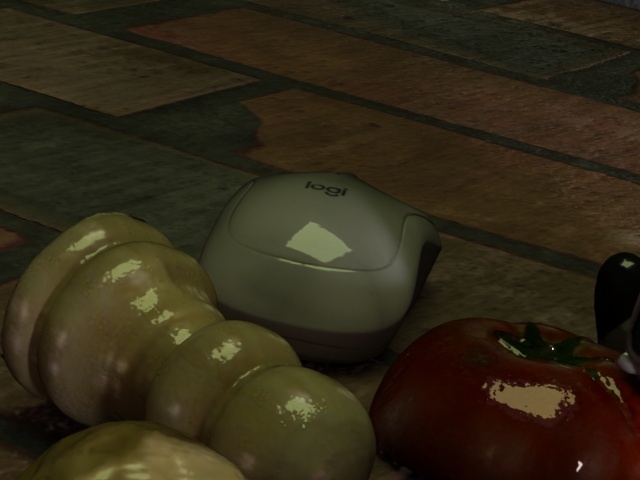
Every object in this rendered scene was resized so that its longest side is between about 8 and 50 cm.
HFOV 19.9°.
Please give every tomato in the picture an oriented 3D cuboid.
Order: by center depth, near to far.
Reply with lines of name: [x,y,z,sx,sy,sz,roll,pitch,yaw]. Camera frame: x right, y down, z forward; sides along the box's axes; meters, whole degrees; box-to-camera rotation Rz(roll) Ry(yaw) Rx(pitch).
tomato: [0.146,0.109,1.266,0.225,0.085,0.225,6,16,-2]

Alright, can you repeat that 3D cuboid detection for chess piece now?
chess piece: [-0.072,0.090,1.159,0.143,0.143,0.261,-11,30,-45]

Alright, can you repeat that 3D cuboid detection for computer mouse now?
computer mouse: [0.000,0.000,1.468,0.184,0.121,0.297,11,20,11]

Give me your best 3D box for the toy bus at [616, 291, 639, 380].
toy bus: [0.344,0.096,1.151,0.143,0.179,0.305,-11,45,-46]

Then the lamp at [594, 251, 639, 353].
lamp: [0.326,0.047,1.382,0.244,0.198,0.198,-24,33,-28]

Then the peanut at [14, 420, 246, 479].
peanut: [-0.082,0.195,0.735,0.169,0.192,0.387,-1,20,-6]
